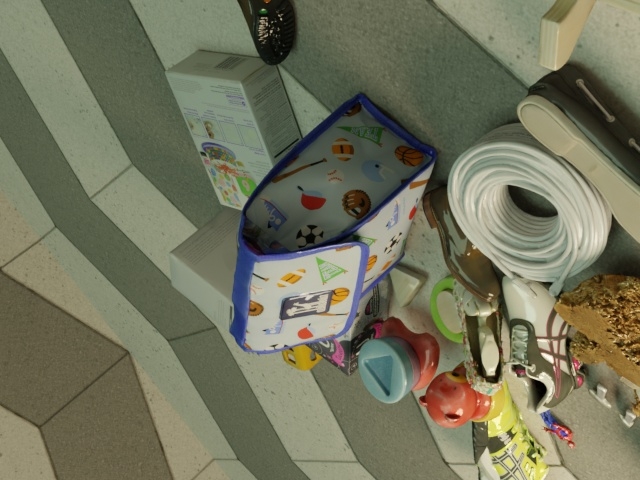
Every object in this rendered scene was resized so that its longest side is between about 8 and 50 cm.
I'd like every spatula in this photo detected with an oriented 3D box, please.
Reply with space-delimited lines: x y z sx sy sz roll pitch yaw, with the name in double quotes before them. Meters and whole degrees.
"spatula" 0.515 0.295 1.596 0.168 0.019 0.242 43 179 20

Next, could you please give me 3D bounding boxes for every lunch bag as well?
"lunch bag" 0.000 0.000 1.671 0.239 0.385 0.328 38 148 19

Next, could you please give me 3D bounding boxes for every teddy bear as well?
"teddy bear" 0.510 0.171 1.500 0.338 0.113 0.245 43 158 -5

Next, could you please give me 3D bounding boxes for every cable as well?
"cable" 0.319 -0.056 1.467 0.257 0.089 0.257 41 144 5

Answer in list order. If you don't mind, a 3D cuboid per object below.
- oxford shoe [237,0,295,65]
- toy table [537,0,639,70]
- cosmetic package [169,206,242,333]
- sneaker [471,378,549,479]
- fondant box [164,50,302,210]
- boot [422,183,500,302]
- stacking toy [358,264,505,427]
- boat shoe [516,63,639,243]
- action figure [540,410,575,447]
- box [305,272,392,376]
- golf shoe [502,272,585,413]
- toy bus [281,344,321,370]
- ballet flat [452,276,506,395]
"oxford shoe" -0.103 -0.409 1.660 0.096 0.082 0.227 46 157 47
"toy table" 0.311 -0.335 1.095 0.274 0.161 0.252 21 140 41
"cosmetic package" -0.177 0.062 2.140 0.224 0.224 0.138 38 148 19
"sneaker" 0.379 0.409 1.935 0.147 0.145 0.385 -5 120 12
"fondant box" -0.150 -0.205 1.925 0.238 0.096 0.330 17 137 43
"boot" 0.260 0.000 1.625 0.219 0.082 0.106 59 148 -2
"stacking toy" 0.185 0.200 1.818 0.309 0.130 0.280 12 111 48
"boat shoe" 0.415 -0.103 1.308 0.335 0.095 0.112 45 166 -1
"action figure" 0.446 0.354 1.854 0.115 0.030 0.038 45 145 3
"box" 0.045 0.136 2.014 0.163 0.142 0.247 33 147 26
"golf shoe" 0.369 0.171 1.653 0.105 0.120 0.273 3 126 54
"toy bus" -0.056 0.212 2.275 0.202 0.104 0.191 49 150 -1
"ballet flat" 0.286 0.150 1.686 0.077 0.091 0.241 113 147 -82
